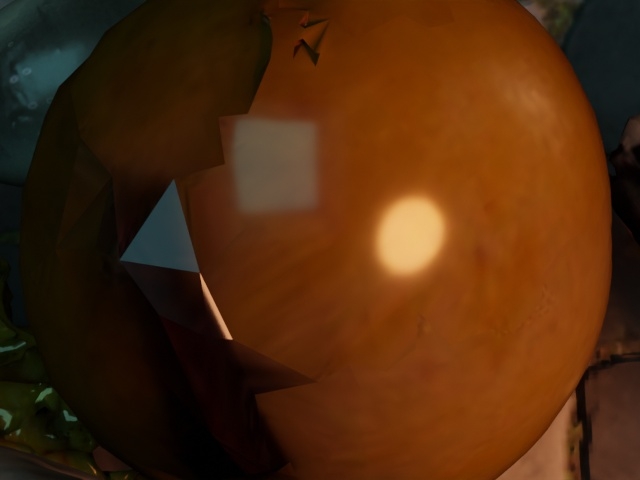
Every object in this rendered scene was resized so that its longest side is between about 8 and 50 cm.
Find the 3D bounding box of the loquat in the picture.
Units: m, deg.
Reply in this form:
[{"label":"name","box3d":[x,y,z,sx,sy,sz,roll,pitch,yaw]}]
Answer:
[{"label":"loquat","box3d":[0.000,0.000,0.728,0.235,0.235,0.235,-6,73,19]}]

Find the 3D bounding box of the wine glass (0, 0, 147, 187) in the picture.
[{"label":"wine glass","box3d":[-0.117,-0.067,0.843,0.202,0.093,0.093,-20,67,-8]}]

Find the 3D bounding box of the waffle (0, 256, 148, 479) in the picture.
[{"label":"waffle","box3d":[-0.194,0.103,0.809,0.231,0.051,0.229,40,103,-9]}]

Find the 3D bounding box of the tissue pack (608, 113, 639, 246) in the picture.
[{"label":"tissue pack","box3d":[0.270,0.020,0.658,0.245,0.123,0.332,-46,64,27]}]

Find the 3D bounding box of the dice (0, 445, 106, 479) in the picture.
[{"label":"dice","box3d":[-0.033,0.264,0.609,0.330,0.328,0.348,22,83,24]}]
